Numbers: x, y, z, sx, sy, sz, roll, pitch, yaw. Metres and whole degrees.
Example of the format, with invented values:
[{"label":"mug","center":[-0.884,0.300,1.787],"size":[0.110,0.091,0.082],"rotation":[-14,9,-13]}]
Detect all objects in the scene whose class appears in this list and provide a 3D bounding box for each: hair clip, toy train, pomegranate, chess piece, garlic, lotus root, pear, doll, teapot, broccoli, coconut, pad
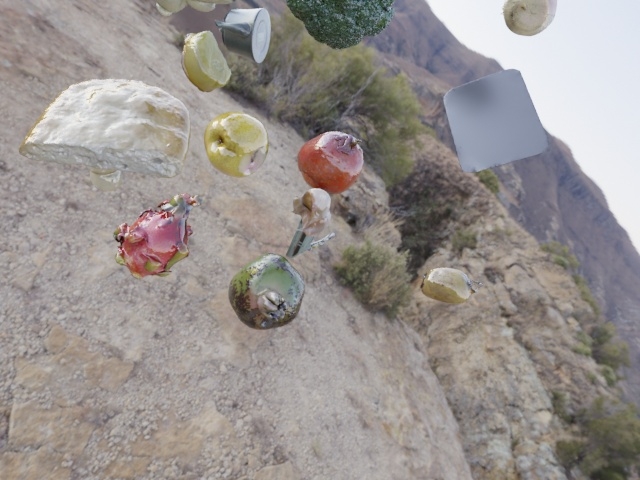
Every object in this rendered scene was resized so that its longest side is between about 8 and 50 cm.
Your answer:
[{"label":"hair clip","center":[0.000,0.000,2.223],"size":[0.049,0.172,0.116],"rotation":[63,5,-7]},{"label":"toy train","center":[-0.070,-0.024,1.890],"size":[0.088,0.407,0.086],"rotation":[29,55,-1]},{"label":"pomegranate","center":[-0.181,0.203,1.503],"size":[0.285,0.285,0.341],"rotation":[40,2,-16]},{"label":"chess piece","center":[-0.839,-0.328,1.622],"size":[0.166,0.300,0.167],"rotation":[7,37,-5]},{"label":"garlic","center":[-0.022,-0.088,1.341],"size":[0.124,0.175,0.099],"rotation":[-2,50,-14]},{"label":"lotus root","center":[0.465,0.162,1.513],"size":[0.220,0.125,0.118],"rotation":[6,3,17]},{"label":"pear","center":[-0.215,-0.244,1.079],"size":[0.178,0.178,0.178],"rotation":[38,23,-20]},{"label":"doll","center":[-0.409,-0.829,1.377],"size":[0.278,0.175,0.149],"rotation":[6,48,7]},{"label":"teapot","center":[-0.254,-0.669,1.373],"size":[0.148,0.163,0.239],"rotation":[13,18,7]},{"label":"broccoli","center":[0.054,-0.570,0.952],"size":[0.254,0.269,0.269],"rotation":[18,29,-11]},{"label":"coconut","center":[0.677,-0.759,1.382],"size":[0.171,0.171,0.183],"rotation":[41,38,-14]},{"label":"pad","center":[0.384,-0.274,0.953],"size":[0.004,0.181,0.267],"rotation":[47,36,-52]}]

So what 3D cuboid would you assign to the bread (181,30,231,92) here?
[{"label":"bread","center":[-0.323,-0.490,1.174],"size":[0.125,0.086,0.156],"rotation":[-62,141,-44]}]

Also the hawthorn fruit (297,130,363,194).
[{"label":"hawthorn fruit","center":[0.068,-0.342,1.781],"size":[0.276,0.307,0.276],"rotation":[24,52,-34]}]

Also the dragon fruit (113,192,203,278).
[{"label":"dragon fruit","center":[-0.320,-0.017,0.867],"size":[0.150,0.208,0.133],"rotation":[28,-17,41]}]

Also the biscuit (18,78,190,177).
[{"label":"biscuit","center":[-0.621,-0.378,1.343],"size":[0.429,0.104,0.446],"rotation":[10,49,-9]}]
